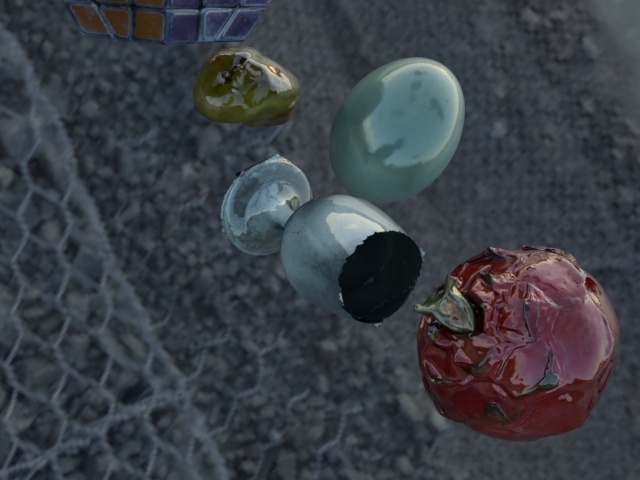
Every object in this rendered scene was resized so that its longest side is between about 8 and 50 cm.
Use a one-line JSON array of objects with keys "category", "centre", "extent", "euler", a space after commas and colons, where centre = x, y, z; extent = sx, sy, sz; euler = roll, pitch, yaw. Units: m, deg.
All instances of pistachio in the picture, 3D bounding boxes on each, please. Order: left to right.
[{"category": "pistachio", "centre": [-0.091, -0.196, 1.957], "extent": [0.189, 0.100, 0.110], "euler": [-4, 59, -60]}]

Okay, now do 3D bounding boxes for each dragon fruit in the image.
[{"category": "dragon fruit", "centre": [0.166, 0.084, 1.297], "extent": [0.209, 0.172, 0.172], "euler": [26, 40, -66]}]

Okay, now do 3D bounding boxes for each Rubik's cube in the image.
[{"category": "Rubik's cube", "centre": [-0.179, -0.367, 1.799], "extent": [0.319, 0.319, 0.264], "euler": [-5, 105, -31]}]

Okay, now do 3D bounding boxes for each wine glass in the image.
[{"category": "wine glass", "centre": [0.000, 0.000, 1.640], "extent": [0.126, 0.126, 0.241], "euler": [-4, 22, -31]}]

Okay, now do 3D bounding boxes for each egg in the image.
[{"category": "egg", "centre": [0.093, -0.134, 1.883], "extent": [0.149, 0.149, 0.192], "euler": [34, 93, -8]}]
